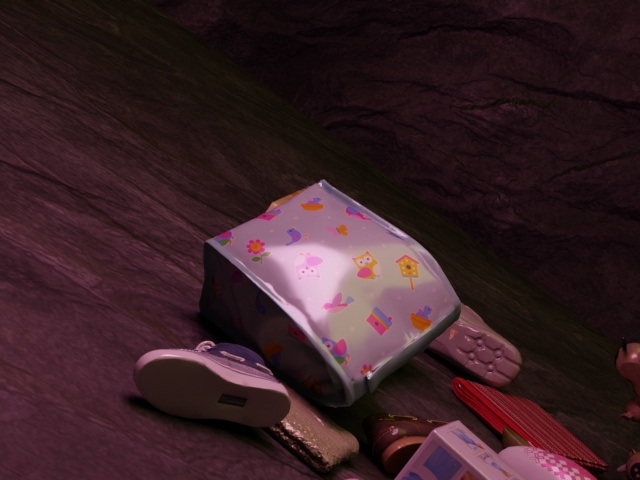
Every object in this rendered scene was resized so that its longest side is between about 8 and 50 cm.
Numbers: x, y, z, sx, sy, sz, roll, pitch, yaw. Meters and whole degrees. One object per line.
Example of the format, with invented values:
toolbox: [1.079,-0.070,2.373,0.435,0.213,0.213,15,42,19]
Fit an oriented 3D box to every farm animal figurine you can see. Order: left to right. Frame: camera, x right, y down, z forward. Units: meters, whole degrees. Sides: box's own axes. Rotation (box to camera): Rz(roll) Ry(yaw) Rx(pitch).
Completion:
farm animal figurine: [0.600,0.356,1.865,0.327,0.172,0.330,24,54,-40]

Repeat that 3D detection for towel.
towel: [-0.028,0.202,1.226,0.148,0.027,0.110,38,14,17]
towel: [0.345,0.309,1.787,0.275,0.031,0.199,23,15,-49]

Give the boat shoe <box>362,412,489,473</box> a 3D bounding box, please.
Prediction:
boat shoe: [0.137,0.253,1.354,0.207,0.073,0.073,23,19,-43]

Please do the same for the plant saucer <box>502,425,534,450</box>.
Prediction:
plant saucer: [0.340,0.350,1.511,0.241,0.037,0.241,39,2,-1]

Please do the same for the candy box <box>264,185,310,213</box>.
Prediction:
candy box: [0.000,0.000,1.922,0.183,0.087,0.316,35,12,4]

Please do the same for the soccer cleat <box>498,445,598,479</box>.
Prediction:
soccer cleat: [0.318,0.366,1.303,0.331,0.116,0.143,39,23,32]

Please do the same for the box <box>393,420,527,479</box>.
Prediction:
box: [0.179,0.305,1.165,0.203,0.114,0.103,39,12,20]

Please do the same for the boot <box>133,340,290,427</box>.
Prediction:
boot: [-0.122,0.138,1.127,0.190,0.069,0.086,26,15,-39]

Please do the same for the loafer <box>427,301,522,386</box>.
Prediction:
loafer: [0.207,0.146,1.894,0.319,0.112,0.111,38,-1,10]

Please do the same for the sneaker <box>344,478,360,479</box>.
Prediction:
sneaker: [0.065,0.291,1.108,0.119,0.047,0.057,25,20,-8]

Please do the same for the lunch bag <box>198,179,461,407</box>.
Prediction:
lunch bag: [0.015,0.074,1.344,0.262,0.160,0.223,37,49,26]

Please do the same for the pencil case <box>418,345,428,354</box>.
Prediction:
pencil case: [0.087,0.127,1.585,0.113,0.124,0.273,47,16,14]
